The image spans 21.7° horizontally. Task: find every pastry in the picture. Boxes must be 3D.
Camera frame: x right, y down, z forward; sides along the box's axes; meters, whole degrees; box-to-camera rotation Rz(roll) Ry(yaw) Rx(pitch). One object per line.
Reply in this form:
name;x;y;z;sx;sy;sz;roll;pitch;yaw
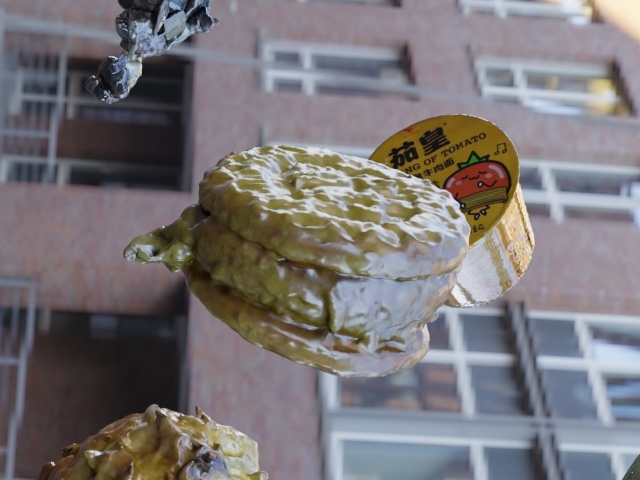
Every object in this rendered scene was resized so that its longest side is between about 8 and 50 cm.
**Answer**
pastry;-0.198;0.368;1.686;0.292;0.337;0.405;-116;-166;-44
pastry;0.000;0.000;1.352;0.240;0.235;0.132;-18;135;-63

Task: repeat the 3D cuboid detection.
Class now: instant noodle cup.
instant noodle cup;0.169;-0.026;2.095;0.172;0.216;0.215;55;27;-50

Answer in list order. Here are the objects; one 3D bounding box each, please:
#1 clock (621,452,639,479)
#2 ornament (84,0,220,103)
clock;0.446;0.243;2.017;0.029;0.235;0.235;44;-32;23
ornament;-0.174;-0.226;1.765;0.166;0.153;0.196;17;102;-60
